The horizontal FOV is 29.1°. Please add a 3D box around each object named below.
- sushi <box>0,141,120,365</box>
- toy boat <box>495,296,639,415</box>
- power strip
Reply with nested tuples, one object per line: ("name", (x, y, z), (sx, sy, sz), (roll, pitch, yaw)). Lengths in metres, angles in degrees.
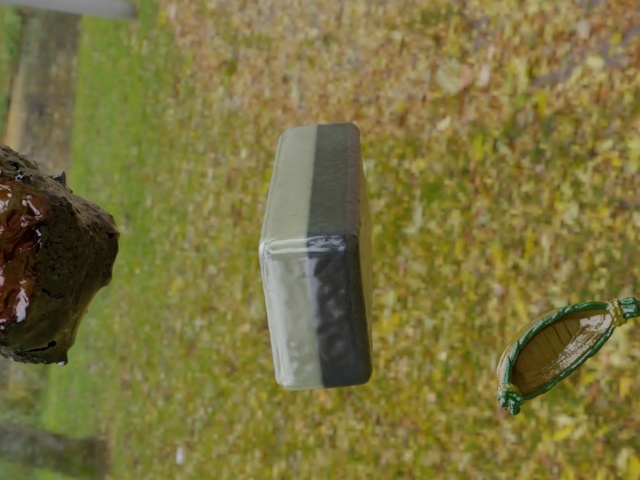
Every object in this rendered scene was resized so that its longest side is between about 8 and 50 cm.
("sushi", (-0.345, -0.029, 1.173), (0.196, 0.343, 0.182), (-53, -31, -15))
("toy boat", (0.306, 0.137, 1.574), (0.089, 0.229, 0.088), (58, 167, -23))
("power strip", (0.000, 0.000, 0.863), (0.257, 0.070, 0.105), (-82, -13, -67))
